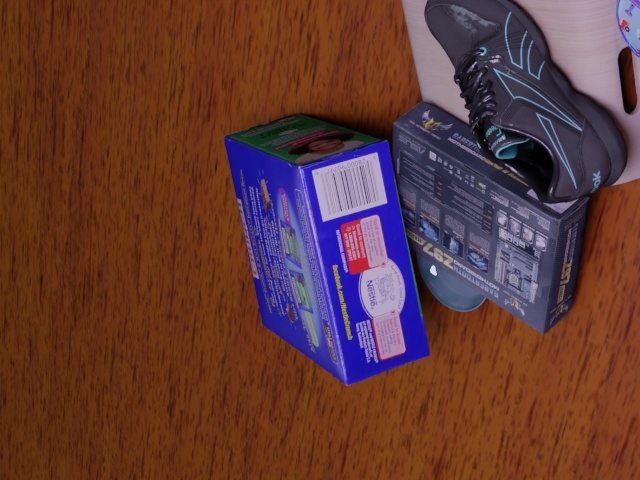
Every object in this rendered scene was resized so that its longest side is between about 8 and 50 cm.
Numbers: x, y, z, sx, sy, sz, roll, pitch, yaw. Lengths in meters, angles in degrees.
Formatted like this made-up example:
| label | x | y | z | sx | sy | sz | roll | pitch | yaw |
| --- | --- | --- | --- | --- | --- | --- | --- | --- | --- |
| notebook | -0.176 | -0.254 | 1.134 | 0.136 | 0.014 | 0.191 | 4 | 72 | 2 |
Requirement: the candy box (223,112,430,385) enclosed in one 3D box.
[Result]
| label | x | y | z | sx | sy | sz | roll | pitch | yaw |
| --- | --- | --- | --- | --- | --- | --- | --- | --- | --- |
| candy box | 0.000 | 0.000 | 1.774 | 0.317 | 0.122 | 0.268 | -154 | 50 | -67 |

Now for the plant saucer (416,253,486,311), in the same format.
| label | x | y | z | sx | sy | sz | roll | pitch | yaw |
| --- | --- | --- | --- | --- | --- | --- | --- | --- | --- |
| plant saucer | 0.165 | 0.026 | 1.751 | 0.119 | 0.021 | 0.119 | 25 | 125 | 41 |

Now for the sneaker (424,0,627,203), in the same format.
| label | x | y | z | sx | sy | sz | roll | pitch | yaw |
| --- | --- | --- | --- | --- | --- | --- | --- | --- | --- |
| sneaker | 0.187 | -0.147 | 1.447 | 0.267 | 0.106 | 0.101 | 49 | 149 | 15 |

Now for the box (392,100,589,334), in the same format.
| label | x | y | z | sx | sy | sz | roll | pitch | yaw |
| --- | --- | --- | --- | --- | --- | --- | --- | --- | --- |
| box | 0.181 | -0.026 | 1.614 | 0.232 | 0.059 | 0.183 | 34 | 145 | 30 |

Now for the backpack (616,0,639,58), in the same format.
| label | x | y | z | sx | sy | sz | roll | pitch | yaw |
| --- | --- | --- | --- | --- | --- | --- | --- | --- | --- |
| backpack | 0.348 | -0.209 | 1.328 | 0.173 | 0.117 | 0.158 | 39 | 135 | 13 |

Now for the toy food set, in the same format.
| label | x | y | z | sx | sy | sz | roll | pitch | yaw |
| --- | --- | --- | --- | --- | --- | --- | --- | --- | --- |
| toy food set | 0.216 | -0.195 | 1.553 | 0.306 | 0.092 | 0.220 | 18 | 132 | 45 |
